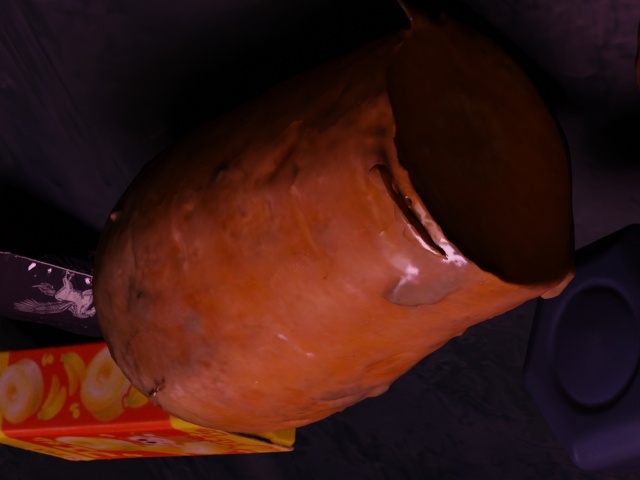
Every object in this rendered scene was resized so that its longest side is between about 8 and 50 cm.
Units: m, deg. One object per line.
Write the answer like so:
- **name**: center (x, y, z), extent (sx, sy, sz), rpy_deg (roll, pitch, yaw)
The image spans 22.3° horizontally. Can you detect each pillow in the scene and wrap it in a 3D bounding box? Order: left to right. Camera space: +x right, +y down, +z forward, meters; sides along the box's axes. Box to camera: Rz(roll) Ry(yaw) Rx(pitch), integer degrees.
- **pillow**: center (-0.226, 0.040, 1.369), extent (0.141, 0.055, 0.208), rpy_deg (-15, 156, 43)

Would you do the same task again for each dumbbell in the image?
- **dumbbell**: center (0.293, 0.081, 1.073), extent (0.316, 0.144, 0.156), rpy_deg (8, 156, -33)

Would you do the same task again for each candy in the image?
- **candy**: center (-0.170, 0.145, 1.483), extent (0.276, 0.088, 0.146), rpy_deg (-8, 161, 34)

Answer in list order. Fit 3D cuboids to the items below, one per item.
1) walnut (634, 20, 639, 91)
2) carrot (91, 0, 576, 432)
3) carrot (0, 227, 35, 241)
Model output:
- **walnut**: center (0.287, -0.103, 0.785), extent (0.227, 0.283, 0.283), rpy_deg (47, 145, 1)
- **carrot**: center (0.000, 0.000, 1.088), extent (0.224, 0.224, 0.340), rpy_deg (34, 138, -28)
- **carrot**: center (-0.306, 0.041, 1.456), extent (0.043, 0.043, 0.248), rpy_deg (27, 145, -19)
